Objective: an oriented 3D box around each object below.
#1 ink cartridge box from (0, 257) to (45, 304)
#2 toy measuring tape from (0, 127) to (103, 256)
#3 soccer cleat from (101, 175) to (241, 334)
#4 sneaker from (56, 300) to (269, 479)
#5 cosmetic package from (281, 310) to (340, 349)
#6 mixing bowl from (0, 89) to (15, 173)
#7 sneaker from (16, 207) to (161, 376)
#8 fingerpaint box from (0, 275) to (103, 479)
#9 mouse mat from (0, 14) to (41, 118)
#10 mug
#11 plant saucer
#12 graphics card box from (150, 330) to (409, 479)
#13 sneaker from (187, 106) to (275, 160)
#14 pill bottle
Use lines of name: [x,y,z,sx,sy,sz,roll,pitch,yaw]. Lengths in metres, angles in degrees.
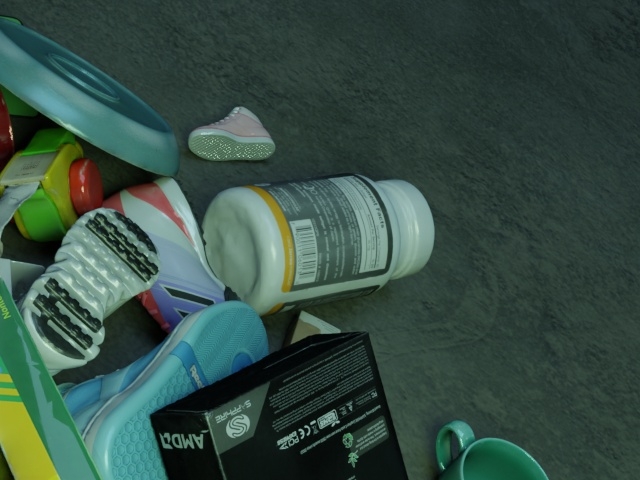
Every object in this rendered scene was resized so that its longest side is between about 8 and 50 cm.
ink cartridge box: [-0.388,0.066,1.298,0.181,0.104,0.062,9,48,-26]
toy measuring tape: [-0.316,-0.026,1.385,0.121,0.121,0.330,27,26,-9]
soccer cleat: [-0.169,0.067,1.458,0.116,0.109,0.318,-17,62,-21]
sneaker: [-0.201,0.162,1.277,0.319,0.208,0.127,-39,114,-55]
cosmetic package: [-0.019,0.147,1.511,0.060,0.041,0.115,27,42,-10]
mixing bowl: [-0.426,-0.107,1.410,0.098,0.181,0.181,-6,47,7]
sneaker: [-0.262,0.059,1.311,0.110,0.118,0.292,46,28,-7]
fingerpaint box: [-0.301,0.302,0.874,0.371,0.163,0.445,-24,68,-18]
mouse mat: [-0.448,-0.233,1.608,0.152,0.007,0.190,4,52,-30]
mug: [0.195,0.302,1.467,0.129,0.097,0.158,17,44,-19]
plant saucer: [-0.297,-0.184,1.509,0.317,0.044,0.317,33,8,-6]
graphics card box: [-0.007,0.298,1.214,0.233,0.094,0.371,-23,102,-43]
sneaker: [-0.131,-0.149,1.705,0.134,0.051,0.070,2,50,-36]
pill bottle: [0.000,0.000,1.570,0.278,0.162,0.162,-9,58,-39]
